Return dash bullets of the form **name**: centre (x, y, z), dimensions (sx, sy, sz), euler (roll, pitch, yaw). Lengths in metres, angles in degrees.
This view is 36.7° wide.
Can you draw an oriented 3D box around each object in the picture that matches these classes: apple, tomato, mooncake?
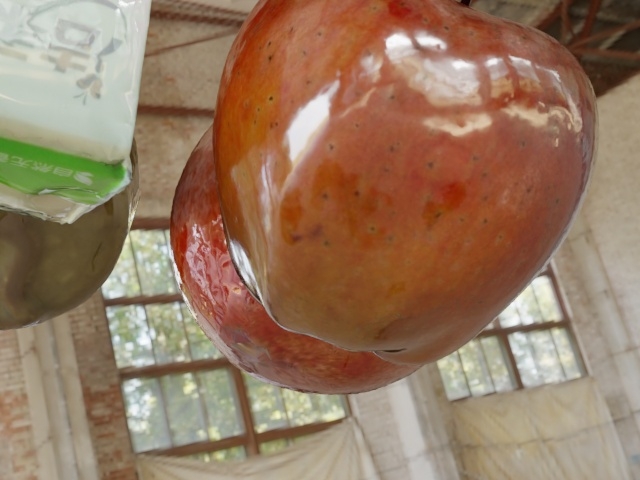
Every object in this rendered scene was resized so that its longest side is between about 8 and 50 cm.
- **apple**: centre (0.041, -0.046, 0.539), dimensions (0.234, 0.234, 0.234), euler (-14, -17, -4)
- **tomato**: centre (0.000, 0.000, 0.787), dimensions (0.265, 0.265, 0.265), euler (-14, -17, -4)
- **mooncake**: centre (-0.322, -0.047, 0.938), dimensions (0.284, 0.284, 0.155), euler (-15, 27, 1)

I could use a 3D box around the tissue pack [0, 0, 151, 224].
- **tissue pack**: centre (-0.319, -0.212, 0.629), dimensions (0.405, 0.332, 0.205), euler (13, -19, -28)
